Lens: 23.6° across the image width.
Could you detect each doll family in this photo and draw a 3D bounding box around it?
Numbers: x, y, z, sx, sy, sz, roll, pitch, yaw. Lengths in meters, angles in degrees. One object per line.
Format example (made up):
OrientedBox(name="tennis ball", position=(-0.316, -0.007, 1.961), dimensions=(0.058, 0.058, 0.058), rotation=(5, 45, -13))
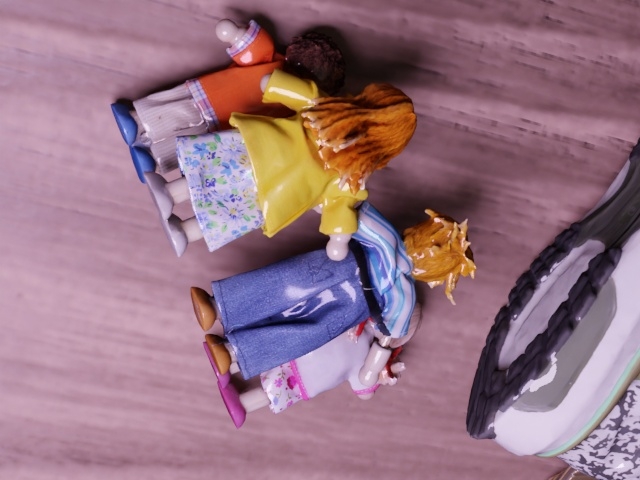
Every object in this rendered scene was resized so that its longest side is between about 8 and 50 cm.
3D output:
OrientedBox(name="doll family", position=(0.000, 0.000, 0.881), dimensions=(0.163, 0.118, 0.263), rotation=(-22, 112, -9))

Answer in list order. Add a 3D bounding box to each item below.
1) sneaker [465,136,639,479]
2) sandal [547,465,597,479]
OrientedBox(name="sneaker", position=(0.273, 0.001, 0.938), dimensions=(0.182, 0.158, 0.410), rotation=(37, 102, -13))
OrientedBox(name="sandal", position=(0.170, 0.190, 1.039), dimensions=(0.072, 0.049, 0.180), rotation=(28, 112, -17))
